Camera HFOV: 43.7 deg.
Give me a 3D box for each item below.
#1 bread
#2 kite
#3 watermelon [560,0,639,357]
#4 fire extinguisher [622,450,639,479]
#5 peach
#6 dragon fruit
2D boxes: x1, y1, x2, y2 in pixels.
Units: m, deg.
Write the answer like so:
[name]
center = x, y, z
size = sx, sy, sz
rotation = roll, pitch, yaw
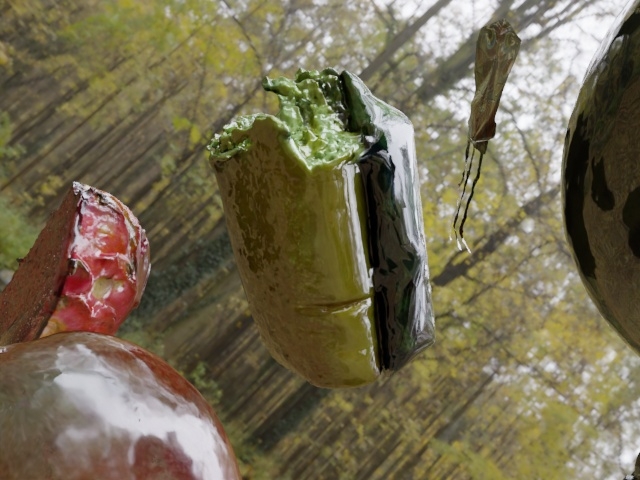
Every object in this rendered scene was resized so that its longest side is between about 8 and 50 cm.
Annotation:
[bread]
center = 0.000, 0.000, 0.961
size = 0.251, 0.208, 0.376
rotation = 22, -50, 53
[kite]
center = 0.152, -0.097, 0.769
size = 0.016, 0.229, 0.127
rotation = 6, 14, -4
[watermelon]
center = 0.281, -0.049, 0.437
size = 0.279, 0.279, 0.359
rotation = 39, -23, 26
[fire extinguisher]
center = 0.410, 0.241, 0.739
size = 0.295, 0.118, 0.093
rotation = 0, 3, 26
[peach]
center = -0.179, 0.182, 0.545
size = 0.252, 0.252, 0.252
rotation = 43, -12, 11
[dragon fruit]
center = -0.277, 0.056, 0.916
size = 0.163, 0.189, 0.261
rotation = 55, -53, 19
